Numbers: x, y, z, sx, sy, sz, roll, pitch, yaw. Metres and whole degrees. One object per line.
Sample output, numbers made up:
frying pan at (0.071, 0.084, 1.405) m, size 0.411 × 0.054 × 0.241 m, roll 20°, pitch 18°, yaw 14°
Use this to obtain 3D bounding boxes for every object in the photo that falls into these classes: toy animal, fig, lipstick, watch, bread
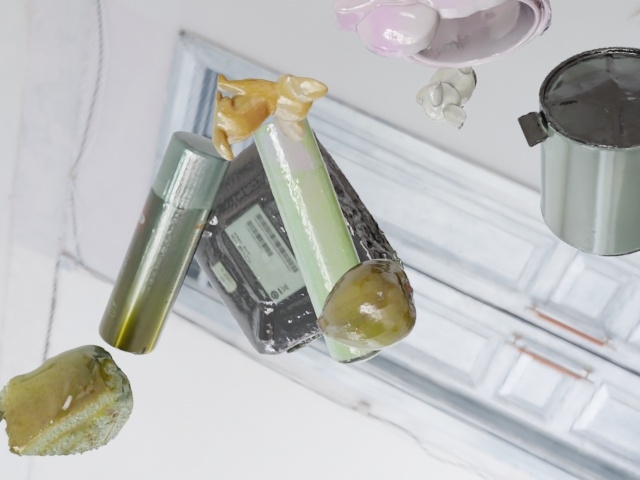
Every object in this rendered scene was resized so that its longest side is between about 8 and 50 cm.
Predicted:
toy animal at (-0.039, -0.095, 0.612) m, size 0.060 × 0.083 × 0.081 m, roll 103°, pitch 167°, yaw -49°
fig at (0.037, 0.057, 0.677) m, size 0.088 × 0.074 × 0.074 m, roll -28°, pitch 3°, yaw 17°
toy animal at (0.181, -0.205, 1.167) m, size 0.085 × 0.071 × 0.124 m, roll -33°, pitch 14°, yaw 49°
lipstick at (0.000, 0.000, 0.979) m, size 0.076 × 0.304 × 0.076 m, roll -20°, pitch 5°, yaw 2°
watch at (0.147, -0.288, 0.975) m, size 0.217 × 0.248 × 0.211 m, roll 47°, pitch -147°, yaw -65°
bread at (-0.280, 0.176, 0.921) m, size 0.110 × 0.103 × 0.156 m, roll -52°, pitch -26°, yaw 18°

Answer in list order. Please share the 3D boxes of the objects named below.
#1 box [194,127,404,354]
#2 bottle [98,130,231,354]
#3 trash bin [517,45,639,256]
box at (-0.068, 0.011, 1.433) m, size 0.350 × 0.359 × 0.091 m, roll -33°, pitch 0°, yaw 34°
bottle at (-0.197, 0.005, 1.024) m, size 0.286 × 0.082 × 0.082 m, roll -65°, pitch -8°, yaw 17°
trash bin at (0.458, -0.137, 1.293) m, size 0.262 × 0.277 × 0.217 m, roll 72°, pitch -171°, yaw -50°
